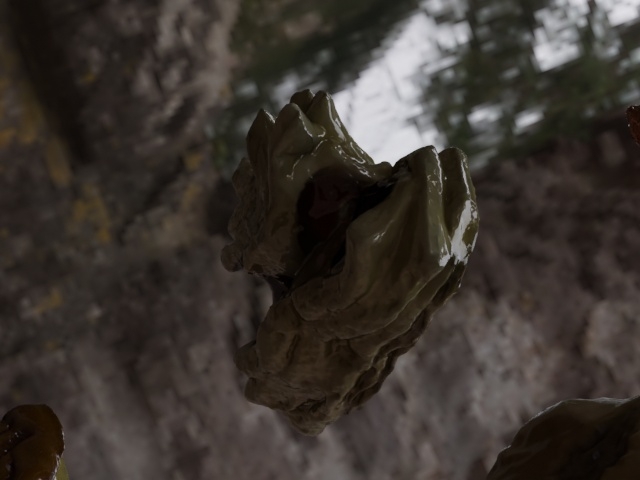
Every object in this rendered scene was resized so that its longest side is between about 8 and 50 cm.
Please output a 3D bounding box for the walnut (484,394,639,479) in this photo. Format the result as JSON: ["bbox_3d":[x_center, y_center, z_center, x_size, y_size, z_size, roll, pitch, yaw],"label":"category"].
[{"bbox_3d":[0.292,0.299,1.597,0.383,0.383,0.384,53,-24,36],"label":"walnut"}]

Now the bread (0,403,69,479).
[{"bbox_3d":[-0.257,0.187,1.429,0.125,0.156,0.086,-97,178,-48],"label":"bread"}]

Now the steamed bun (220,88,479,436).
[{"bbox_3d":[0.000,0.000,1.804,0.428,0.189,0.247,128,-20,-62],"label":"steamed bun"}]

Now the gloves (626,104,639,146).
[{"bbox_3d":[0.267,-0.046,1.187,0.219,0.140,0.131,53,-11,26],"label":"gloves"}]
